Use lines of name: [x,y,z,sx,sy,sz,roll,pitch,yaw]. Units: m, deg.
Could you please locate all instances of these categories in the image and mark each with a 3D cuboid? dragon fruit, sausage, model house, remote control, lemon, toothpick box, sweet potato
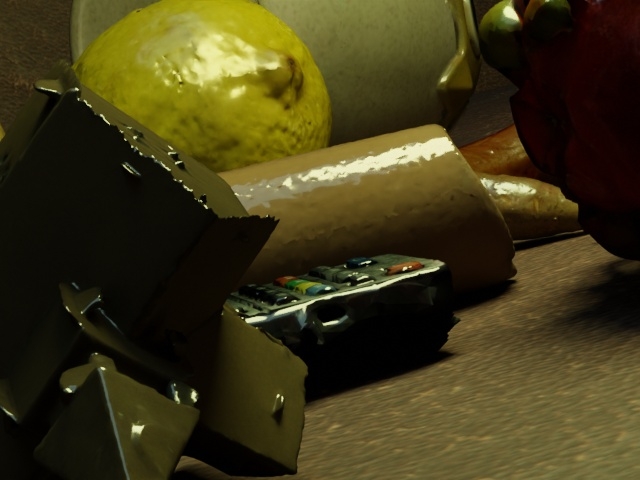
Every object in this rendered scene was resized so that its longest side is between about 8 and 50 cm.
dragon fruit: [0.218,-0.090,1.037,0.243,0.227,0.307,-36,-21,-31]
sausage: [0.153,-0.063,1.458,0.302,0.103,0.076,-21,49,-30]
model house: [-0.079,0.065,0.717,0.181,0.176,0.248,-54,24,10]
sausage: [0.000,0.000,1.136,0.253,0.123,0.123,-14,7,-6]
remote control: [-0.117,0.080,0.963,0.399,0.062,0.144,-14,7,-14]
lemon: [-0.120,-0.093,1.547,0.260,0.260,0.284,-17,-3,-25]
toothpick box: [-0.024,-0.224,1.879,0.409,0.408,0.425,-9,1,37]
sweet potato: [0.115,-0.030,1.318,0.218,0.051,0.065,5,34,10]

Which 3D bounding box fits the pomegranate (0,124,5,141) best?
pomegranate: [-0.456,-0.062,1.641,0.343,0.342,0.342,-13,7,2]
